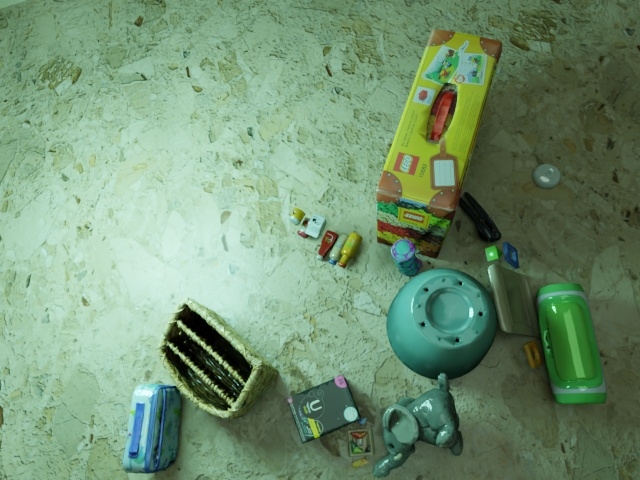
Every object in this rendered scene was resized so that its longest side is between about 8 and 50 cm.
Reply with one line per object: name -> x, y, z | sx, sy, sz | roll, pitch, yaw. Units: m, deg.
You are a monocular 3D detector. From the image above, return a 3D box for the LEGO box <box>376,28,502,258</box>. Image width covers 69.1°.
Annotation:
LEGO box -> 0.320, -0.250, 1.304 | 0.193, 0.372, 0.500 | 17, 72, 13

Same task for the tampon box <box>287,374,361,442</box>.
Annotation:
tampon box -> 0.012, 0.445, 1.231 | 0.161, 0.101, 0.120 | -23, 70, -2

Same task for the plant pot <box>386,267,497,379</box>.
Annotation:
plant pot -> 0.320, 0.204, 1.212 | 0.293, 0.235, 0.293 | -2, 69, 7

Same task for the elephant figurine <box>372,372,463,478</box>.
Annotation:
elephant figurine -> 0.227, 0.474, 1.178 | 0.239, 0.169, 0.186 | -13, 39, 18

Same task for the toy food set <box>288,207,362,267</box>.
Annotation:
toy food set -> 0.000, 0.000, 1.389 | 0.232, 0.111, 0.105 | 25, 74, 12

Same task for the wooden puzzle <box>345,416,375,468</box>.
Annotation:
wooden puzzle -> 0.106, 0.537, 1.233 | 0.078, 0.014, 0.116 | -13, 69, 2

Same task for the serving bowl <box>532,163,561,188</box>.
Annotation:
serving bowl -> 0.696, -0.201, 1.424 | 0.083, 0.027, 0.083 | -3, 70, 7

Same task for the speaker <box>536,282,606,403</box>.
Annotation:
speaker -> 0.647, 0.268, 1.208 | 0.131, 0.131, 0.297 | -3, 70, 6

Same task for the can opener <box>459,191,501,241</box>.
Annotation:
can opener -> 0.476, -0.072, 1.389 | 0.059, 0.073, 0.186 | -26, 60, 6

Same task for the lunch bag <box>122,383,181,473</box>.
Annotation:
lunch bag -> -0.441, 0.494, 1.228 | 0.090, 0.176, 0.219 | -2, 69, 6

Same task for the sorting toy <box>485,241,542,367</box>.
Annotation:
sorting toy -> 0.515, 0.169, 1.257 | 0.047, 0.196, 0.348 | -25, 61, 42

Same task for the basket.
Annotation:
basket -> -0.299, 0.331, 1.247 | 0.299, 0.223, 0.213 | 38, 78, 17

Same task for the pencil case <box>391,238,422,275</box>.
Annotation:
pencil case -> 0.246, 0.051, 1.320 | 0.070, 0.152, 0.065 | -18, 65, 11
